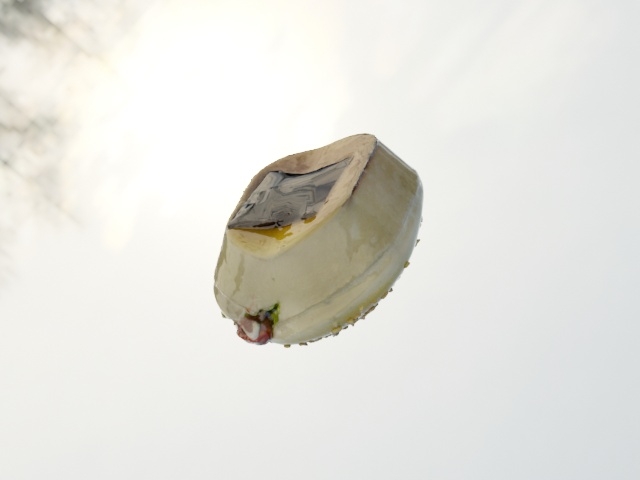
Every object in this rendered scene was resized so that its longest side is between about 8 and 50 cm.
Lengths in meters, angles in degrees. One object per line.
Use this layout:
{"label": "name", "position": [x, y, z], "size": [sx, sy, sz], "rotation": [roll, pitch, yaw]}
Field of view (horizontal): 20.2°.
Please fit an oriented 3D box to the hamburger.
{"label": "hamburger", "position": [0.000, 0.000, 1.453], "size": [0.173, 0.116, 0.210], "rotation": [-16, -155, 22]}
